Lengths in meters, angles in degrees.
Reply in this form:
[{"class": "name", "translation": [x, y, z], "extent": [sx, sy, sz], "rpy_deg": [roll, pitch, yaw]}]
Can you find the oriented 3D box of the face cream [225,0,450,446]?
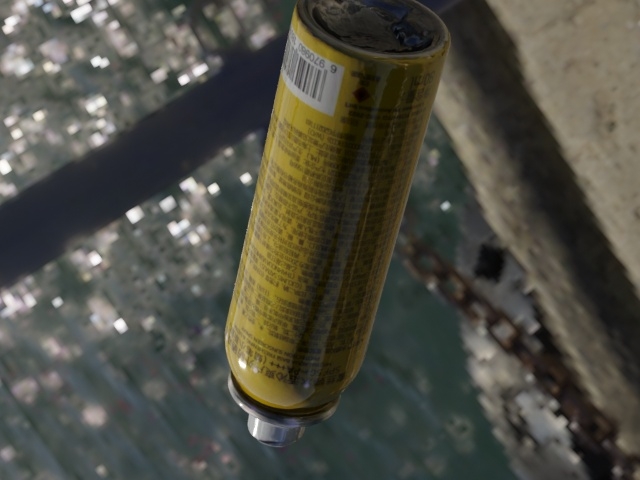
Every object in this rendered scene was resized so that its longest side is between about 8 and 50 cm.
[{"class": "face cream", "translation": [0.000, 0.000, 1.227], "extent": [0.105, 0.105, 0.348], "rpy_deg": [33, 128, 27]}]
